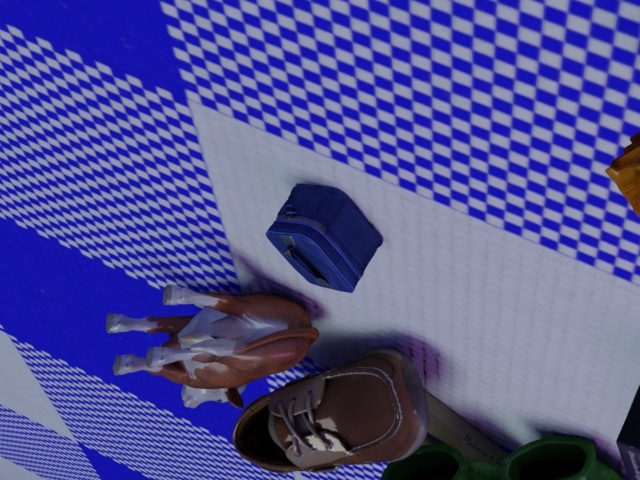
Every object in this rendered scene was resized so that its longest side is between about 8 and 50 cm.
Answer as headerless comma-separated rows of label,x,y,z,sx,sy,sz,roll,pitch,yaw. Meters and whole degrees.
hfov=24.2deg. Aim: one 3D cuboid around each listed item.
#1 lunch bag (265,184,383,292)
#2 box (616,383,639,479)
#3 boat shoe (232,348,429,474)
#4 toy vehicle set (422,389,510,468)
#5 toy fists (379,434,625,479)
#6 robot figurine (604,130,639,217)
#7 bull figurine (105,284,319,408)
lunch bag,0.000,0.000,1.316,0.067,0.065,0.098,6,148,45
box,0.373,0.217,1.281,0.184,0.103,0.261,13,153,29
boat shoe,0.005,0.197,1.597,0.324,0.116,0.123,-34,73,59
toy vehicle set,0.143,0.246,1.707,0.267,0.035,0.166,38,157,-19
toy fists,0.204,0.279,1.578,0.279,0.096,0.142,-10,124,34
robot figurine,0.314,0.024,0.861,0.291,0.085,0.211,47,146,-6
bull figurine,-0.123,0.117,1.642,0.188,0.101,0.310,7,160,-26
